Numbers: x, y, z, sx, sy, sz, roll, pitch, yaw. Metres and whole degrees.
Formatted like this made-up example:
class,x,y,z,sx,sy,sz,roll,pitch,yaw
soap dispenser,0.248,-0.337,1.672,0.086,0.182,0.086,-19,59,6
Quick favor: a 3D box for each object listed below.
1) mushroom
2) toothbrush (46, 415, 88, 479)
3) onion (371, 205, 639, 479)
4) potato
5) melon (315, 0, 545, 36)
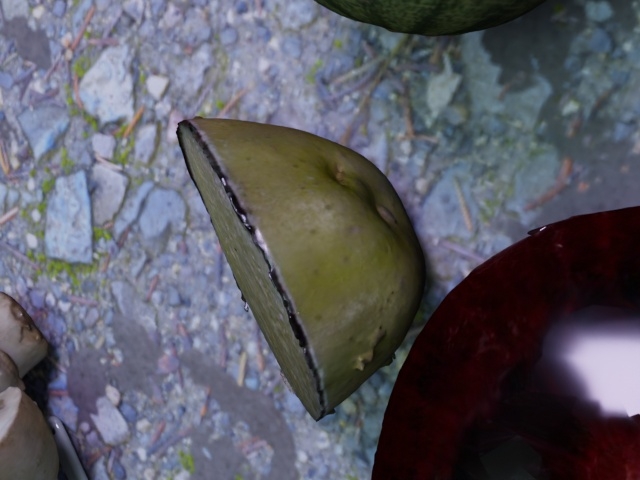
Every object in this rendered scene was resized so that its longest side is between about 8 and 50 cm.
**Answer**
class,x,y,z,sx,sy,sz,roll,pitch,yaw
mushroom,-0.318,0.157,0.681,0.254,0.195,0.189,26,141,21
toothbrush,-0.159,0.282,0.689,0.030,0.030,0.304,-37,77,25
onion,0.165,0.124,0.390,0.314,0.232,0.314,-7,72,23
potato,0.000,0.000,0.520,0.117,0.182,0.202,-26,63,-10
melon,0.057,-0.254,0.391,0.237,0.237,0.301,11,104,25
